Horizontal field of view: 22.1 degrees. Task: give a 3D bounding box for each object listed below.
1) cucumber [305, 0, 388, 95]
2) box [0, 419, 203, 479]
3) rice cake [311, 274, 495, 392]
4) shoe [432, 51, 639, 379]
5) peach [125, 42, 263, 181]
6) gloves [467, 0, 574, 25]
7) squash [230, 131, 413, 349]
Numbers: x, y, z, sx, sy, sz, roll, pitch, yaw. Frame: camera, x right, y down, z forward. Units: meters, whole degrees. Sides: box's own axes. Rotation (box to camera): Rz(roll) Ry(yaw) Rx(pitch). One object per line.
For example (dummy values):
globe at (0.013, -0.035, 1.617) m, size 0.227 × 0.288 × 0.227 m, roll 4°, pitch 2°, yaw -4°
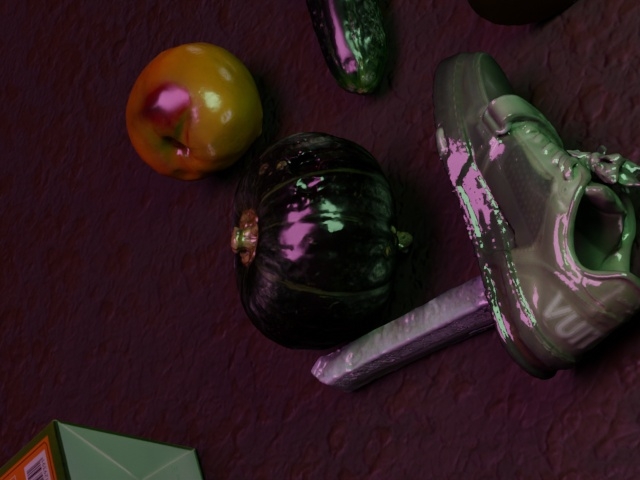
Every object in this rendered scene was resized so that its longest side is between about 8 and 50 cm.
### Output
cucumber at (0.017, -0.246, 1.564) m, size 0.074 × 0.074 × 0.241 m, roll -30°, pitch 57°, yaw 36°
box at (-0.202, 0.297, 1.526) m, size 0.148 × 0.177 × 0.195 m, roll -42°, pitch 51°, yaw 27°
rice cake at (0.079, 0.084, 1.408) m, size 0.211 × 0.043 × 0.034 m, roll -30°, pitch 52°, yaw 35°
shoe at (0.189, -0.047, 1.300) m, size 0.149 × 0.109 × 0.293 m, roll -29°, pitch 60°, yaw 31°
peach at (-0.125, -0.133, 1.634) m, size 0.138 × 0.138 × 0.138 m, roll -18°, pitch 64°, yaw 41°
gloves at (0.149, -0.333, 1.447) m, size 0.133 × 0.116 × 0.294 m, roll -34°, pitch 48°, yaw 25°
squash at (-0.006, 0.000, 1.447) m, size 0.193 × 0.156 × 0.193 m, roll 13°, pitch 107°, yaw 49°
